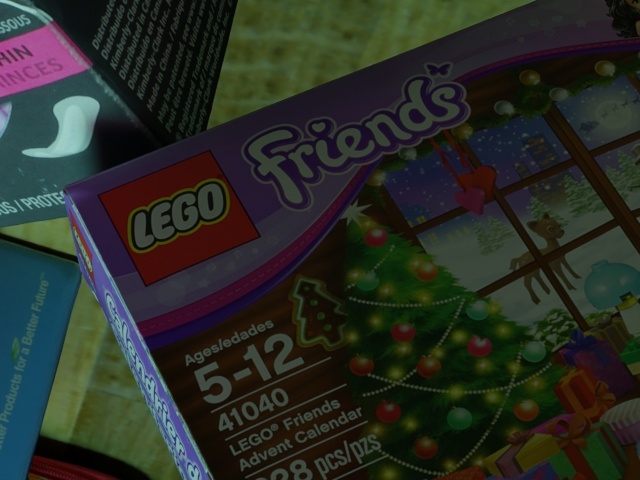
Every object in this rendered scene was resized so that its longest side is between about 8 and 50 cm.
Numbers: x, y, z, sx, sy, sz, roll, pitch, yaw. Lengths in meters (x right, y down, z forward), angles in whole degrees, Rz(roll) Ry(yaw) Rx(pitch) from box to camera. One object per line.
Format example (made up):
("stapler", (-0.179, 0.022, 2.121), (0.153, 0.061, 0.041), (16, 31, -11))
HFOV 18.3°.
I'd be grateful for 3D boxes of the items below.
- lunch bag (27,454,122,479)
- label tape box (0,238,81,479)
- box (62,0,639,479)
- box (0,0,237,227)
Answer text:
("lunch bag", (-0.250, 0.184, 1.154), (0.293, 0.120, 0.258), (17, 146, -8))
("label tape box", (-0.309, 0.087, 0.908), (0.347, 0.249, 0.115), (16, 146, -7))
("box", (0.093, 0.017, 0.615), (0.293, 0.201, 0.057), (-23, 148, -13))
("box", (-0.159, -0.134, 0.634), (0.165, 0.143, 0.270), (-10, 141, 29))
